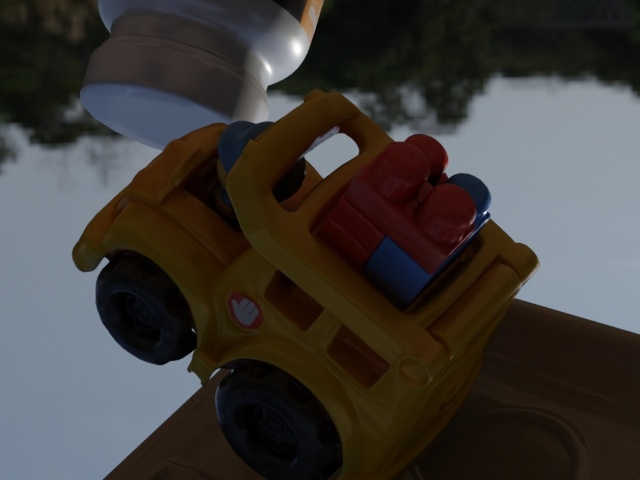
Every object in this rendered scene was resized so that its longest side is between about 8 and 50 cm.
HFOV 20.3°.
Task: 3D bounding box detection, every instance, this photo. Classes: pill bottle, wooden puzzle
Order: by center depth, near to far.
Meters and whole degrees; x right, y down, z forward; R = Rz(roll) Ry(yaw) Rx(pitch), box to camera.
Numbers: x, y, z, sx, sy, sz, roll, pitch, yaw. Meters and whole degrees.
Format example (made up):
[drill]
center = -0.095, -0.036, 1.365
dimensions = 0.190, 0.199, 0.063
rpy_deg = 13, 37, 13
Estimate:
[wooden puzzle]
center = 0.012, 0.171, 1.006
dimensions = 0.322, 0.080, 0.348
rpy_deg = 16, -126, 45
[pill bottle]
center = -0.069, -0.208, 1.293
dimensions = 0.162, 0.278, 0.162
rpy_deg = 15, 164, 4

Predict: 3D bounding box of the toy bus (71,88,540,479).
[toy bus]
center = 0.000, 0.000, 0.933
dimensions = 0.220, 0.211, 0.149
rpy_deg = 41, -128, 10
